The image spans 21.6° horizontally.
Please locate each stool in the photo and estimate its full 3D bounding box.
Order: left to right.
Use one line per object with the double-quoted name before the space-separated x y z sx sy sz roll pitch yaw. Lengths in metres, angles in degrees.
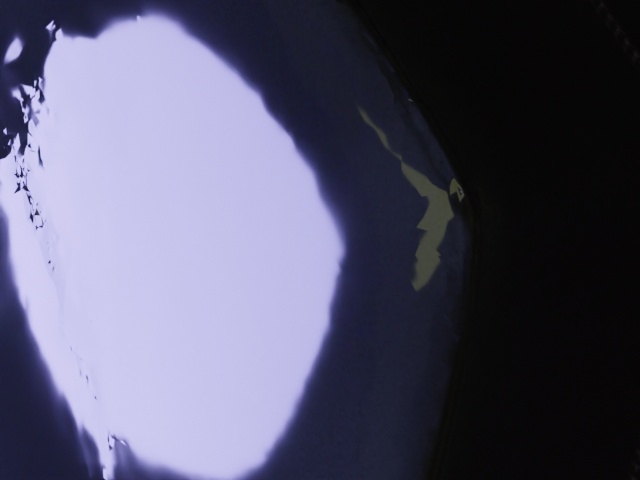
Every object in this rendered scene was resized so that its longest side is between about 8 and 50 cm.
"stool" 0.000 0.000 0.450 0.232 0.141 0.232 11 106 44
